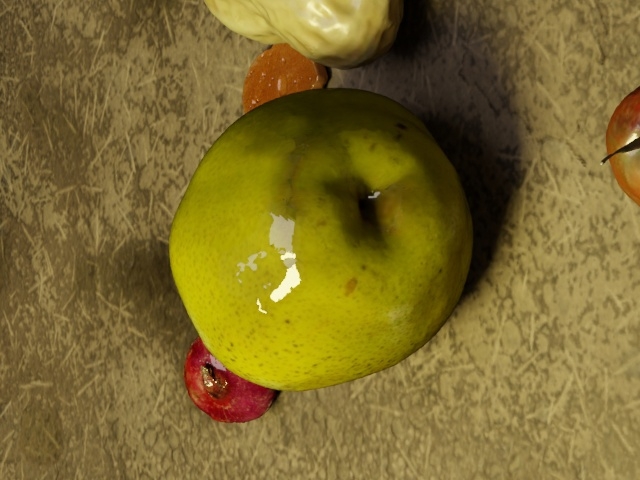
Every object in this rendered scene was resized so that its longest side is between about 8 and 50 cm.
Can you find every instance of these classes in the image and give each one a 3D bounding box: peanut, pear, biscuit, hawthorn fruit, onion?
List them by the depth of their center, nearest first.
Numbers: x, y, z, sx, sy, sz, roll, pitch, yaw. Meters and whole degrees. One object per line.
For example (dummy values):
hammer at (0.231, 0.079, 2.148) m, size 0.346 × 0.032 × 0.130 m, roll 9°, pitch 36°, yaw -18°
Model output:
hawthorn fruit at (0.290, -0.083, 1.525) m, size 0.149 × 0.189 × 0.149 m, roll -16°, pitch 57°, yaw 26°
pear at (0.000, 0.000, 1.810) m, size 0.294 × 0.294 × 0.294 m, roll -2°, pitch 88°, yaw 51°
peanut at (-0.028, -0.259, 1.945) m, size 0.313 × 0.152 × 0.152 m, roll 31°, pitch 113°, yaw 44°
biscuit at (-0.036, -0.157, 2.048) m, size 0.130 × 0.019 × 0.102 m, roll -25°, pitch 69°, yaw 49°
onion at (-0.094, 0.138, 2.056) m, size 0.107 × 0.097 × 0.107 m, roll 6°, pitch 101°, yaw 31°
